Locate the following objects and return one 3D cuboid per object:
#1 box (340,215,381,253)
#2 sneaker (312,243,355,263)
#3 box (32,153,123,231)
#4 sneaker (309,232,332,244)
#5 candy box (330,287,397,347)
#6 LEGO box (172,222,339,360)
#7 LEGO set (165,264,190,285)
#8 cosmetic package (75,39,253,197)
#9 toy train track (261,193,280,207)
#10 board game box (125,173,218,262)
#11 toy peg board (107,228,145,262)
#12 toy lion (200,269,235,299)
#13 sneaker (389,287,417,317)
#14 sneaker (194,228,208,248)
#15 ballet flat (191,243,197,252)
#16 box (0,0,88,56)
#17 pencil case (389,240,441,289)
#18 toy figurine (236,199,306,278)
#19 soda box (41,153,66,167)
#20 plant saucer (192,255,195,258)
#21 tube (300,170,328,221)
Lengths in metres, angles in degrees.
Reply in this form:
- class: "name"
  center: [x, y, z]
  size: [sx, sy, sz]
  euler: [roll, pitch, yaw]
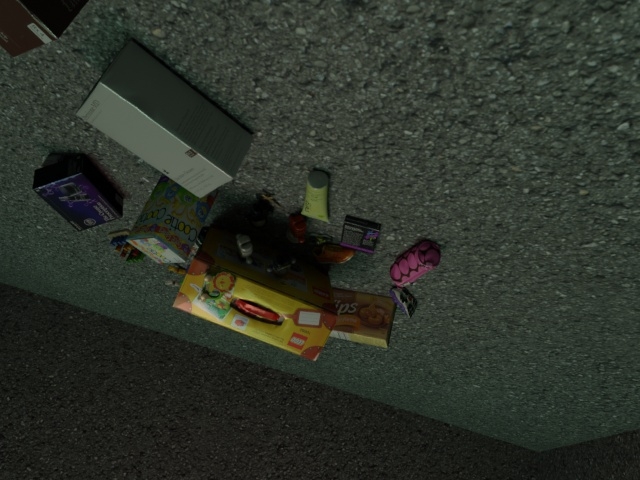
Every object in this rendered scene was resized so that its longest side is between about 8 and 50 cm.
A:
- class: "box"
  center: [0.127, -0.016, 1.631]
  size: [0.116, 0.029, 0.162]
  euler: [15, 153, 5]
- class: "sneaker"
  center: [0.043, 0.044, 1.754]
  size: [0.175, 0.064, 0.067]
  euler: [-9, 132, 37]
- class: "box"
  center: [-0.855, -0.164, 1.804]
  size: [0.184, 0.103, 0.261]
  euler: [-16, 145, 4]
- class: "sneaker"
  center: [0.000, 0.000, 1.727]
  size: [0.083, 0.035, 0.031]
  euler: [10, 151, 16]
- class: "candy box"
  center: [0.132, 0.303, 2.030]
  size: [0.316, 0.183, 0.088]
  euler: [8, 149, 20]
- class: "LEGO box"
  center: [-0.212, 0.167, 1.769]
  size: [0.499, 0.193, 0.372]
  euler: [24, -165, -11]
- class: "LEGO set"
  center: [-0.651, 0.159, 2.342]
  size: [0.227, 0.087, 0.093]
  euler: [-9, 157, 41]
- class: "cosmetic package"
  center: [-0.396, -0.297, 1.311]
  size: [0.385, 0.156, 0.217]
  euler: [33, 150, -27]
- class: "toy train track"
  center: [-0.156, -0.130, 1.614]
  size: [0.048, 0.014, 0.083]
  euler: [-6, 151, 38]
- class: "board game box"
  center: [-0.464, -0.081, 1.607]
  size: [0.142, 0.275, 0.144]
  euler: [-3, 145, 35]
- class: "toy peg board"
  center: [-0.857, 0.033, 2.255]
  size: [0.161, 0.079, 0.160]
  euler: [-8, 142, 39]
- class: "toy lion"
  center: [-0.310, 0.136, 1.541]
  size: [0.096, 0.100, 0.034]
  euler: [10, -162, -16]
- class: "sneaker"
  center: [0.316, 0.231, 1.940]
  size: [0.071, 0.068, 0.170]
  euler: [12, 146, 45]
- class: "sneaker"
  center: [-0.381, 0.026, 1.956]
  size: [0.216, 0.079, 0.121]
  euler: [24, 151, -9]
- class: "ballet flat"
  center: [-0.591, 0.005, 2.048]
  size: [0.240, 0.077, 0.091]
  euler: [6, 150, 24]
- class: "box"
  center: [-0.578, -0.508, 0.996]
  size: [0.166, 0.203, 0.168]
  euler: [-1, 146, 33]
- class: "pencil case"
  center: [0.303, 0.082, 1.626]
  size: [0.095, 0.098, 0.209]
  euler: [23, 151, -8]
- class: "toy figurine"
  center: [-0.163, -0.002, 1.639]
  size: [0.212, 0.210, 0.148]
  euler: [20, 159, -3]
- class: "soda box"
  center: [-0.921, -0.232, 1.838]
  size: [0.058, 0.063, 0.183]
  euler: [6, 150, 17]
- class: "plant saucer"
  center: [-0.445, 0.119, 2.195]
  size: [0.188, 0.045, 0.188]
  euler: [16, 152, 5]
- class: "tube"
  center: [-0.012, -0.118, 1.505]
  size: [0.070, 0.062, 0.240]
  euler: [55, 164, 18]
